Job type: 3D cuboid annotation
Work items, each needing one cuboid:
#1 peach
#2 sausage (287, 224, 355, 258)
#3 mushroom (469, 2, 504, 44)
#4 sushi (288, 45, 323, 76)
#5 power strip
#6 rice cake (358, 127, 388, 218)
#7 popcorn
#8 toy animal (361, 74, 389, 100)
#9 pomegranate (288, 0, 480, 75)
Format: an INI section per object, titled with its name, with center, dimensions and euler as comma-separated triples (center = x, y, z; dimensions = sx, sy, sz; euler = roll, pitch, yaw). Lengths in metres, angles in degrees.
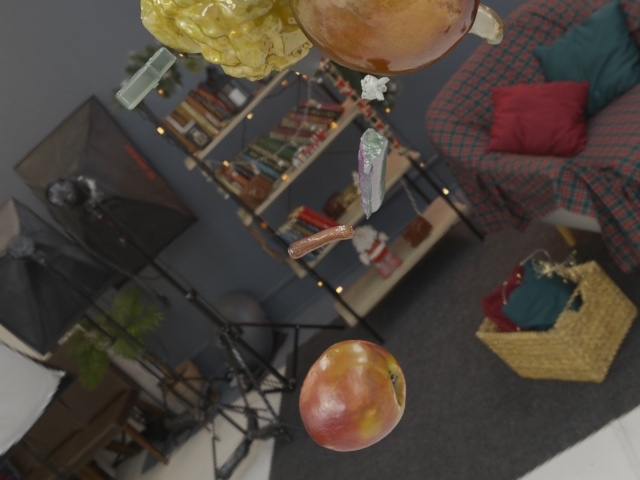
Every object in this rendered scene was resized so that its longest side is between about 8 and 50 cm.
[peach]
center = 0.074, 0.386, 1.814
dimensions = 0.281, 0.281, 0.238
euler = -40, -22, 15
[sausage]
center = 0.000, 0.001, 1.853
dimensions = 0.177, 0.040, 0.047
euler = -21, 37, -1
[mushroom]
center = 0.249, -0.419, 1.356
dimensions = 0.094, 0.210, 0.072
euler = -23, -52, -62
[sushi]
center = -0.082, -0.528, 1.827
dimensions = 0.153, 0.172, 0.150
euler = 130, 144, -72
[power strip]
center = -0.470, -0.437, 1.959
dimensions = 0.193, 0.059, 0.265
euler = -48, 20, -3
[rice cake]
center = 0.089, -0.114, 1.320
dimensions = 0.290, 0.051, 0.081
euler = 75, -143, -74
[popcorn]
center = -0.168, -0.449, 1.354
dimensions = 0.382, 0.349, 0.349
euler = -33, 19, 53
[toy animal]
center = 0.156, -0.452, 2.159
dimensions = 0.124, 0.085, 0.071
euler = -47, -28, -82
[pomegranate]
center = 0.087, -0.400, 1.090
dimensions = 0.319, 0.319, 0.319
euler = -41, 17, 15
